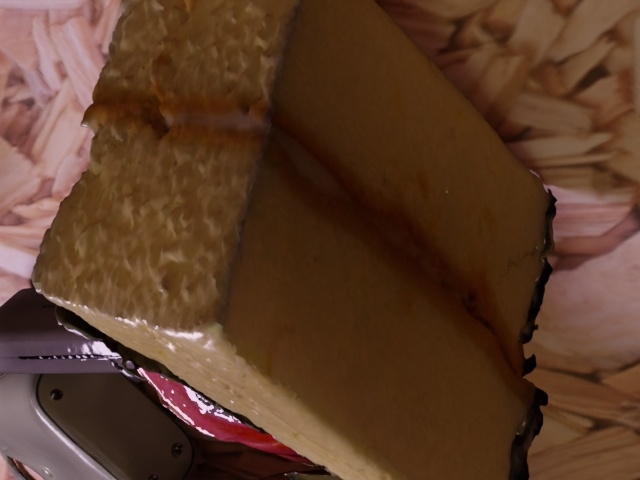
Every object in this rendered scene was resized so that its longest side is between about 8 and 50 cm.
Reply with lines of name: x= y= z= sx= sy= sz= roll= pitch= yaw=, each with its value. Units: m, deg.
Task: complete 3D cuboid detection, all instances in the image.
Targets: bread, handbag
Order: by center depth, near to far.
bread: x=0.000 y=0.000 z=1.378 sx=0.405 sy=0.346 sz=0.242 roll=38 pitch=158 yaw=-31
handbag: x=-0.281 y=0.239 z=1.892 sx=0.241 sy=0.109 sz=0.315 roll=45 pitch=141 yaw=-7

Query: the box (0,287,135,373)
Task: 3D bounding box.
box: x=-0.224 y=0.086 z=1.717 sx=0.243 sy=0.103 sz=0.055 roll=-4 pitch=118 yaw=36

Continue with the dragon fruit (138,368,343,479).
dragon fruit: x=-0.032 y=0.070 z=1.512 sx=0.290 sy=0.189 sz=0.291 roll=18 pitch=134 yaw=20

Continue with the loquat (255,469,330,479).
loquat: x=-0.009 y=0.335 z=1.553 sx=0.263 sy=0.263 sz=0.263 roll=18 pitch=134 yaw=20
